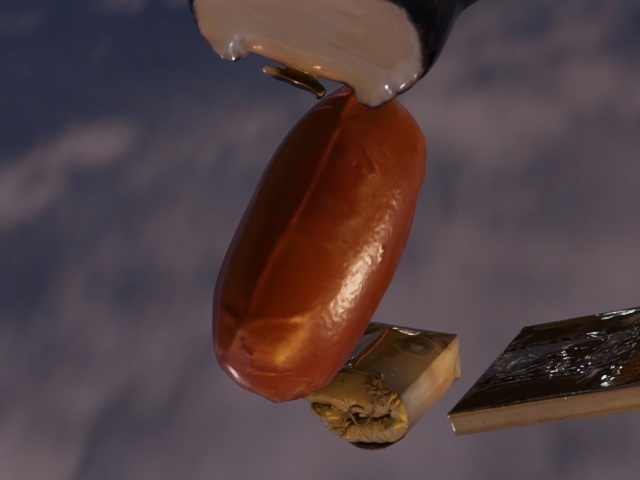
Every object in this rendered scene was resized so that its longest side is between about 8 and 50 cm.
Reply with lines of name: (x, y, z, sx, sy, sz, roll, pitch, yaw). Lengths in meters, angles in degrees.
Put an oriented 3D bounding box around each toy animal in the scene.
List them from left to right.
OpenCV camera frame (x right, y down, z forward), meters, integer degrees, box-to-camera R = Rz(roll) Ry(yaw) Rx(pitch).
toy animal: (0.027, -0.234, 1.223, 0.213, 0.212, 0.266, 5, -128, 23)

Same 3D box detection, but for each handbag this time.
handbag: (0.065, 0.154, 1.937, 0.117, 0.095, 0.173, 6, -156, 27)

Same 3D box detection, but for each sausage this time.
sausage: (0.000, -0.001, 1.363, 0.133, 0.133, 0.258, 13, -113, 33)

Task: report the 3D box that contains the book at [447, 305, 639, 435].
book: (0.236, 0.106, 1.578, 0.231, 0.026, 0.161, -14, -161, 41)
